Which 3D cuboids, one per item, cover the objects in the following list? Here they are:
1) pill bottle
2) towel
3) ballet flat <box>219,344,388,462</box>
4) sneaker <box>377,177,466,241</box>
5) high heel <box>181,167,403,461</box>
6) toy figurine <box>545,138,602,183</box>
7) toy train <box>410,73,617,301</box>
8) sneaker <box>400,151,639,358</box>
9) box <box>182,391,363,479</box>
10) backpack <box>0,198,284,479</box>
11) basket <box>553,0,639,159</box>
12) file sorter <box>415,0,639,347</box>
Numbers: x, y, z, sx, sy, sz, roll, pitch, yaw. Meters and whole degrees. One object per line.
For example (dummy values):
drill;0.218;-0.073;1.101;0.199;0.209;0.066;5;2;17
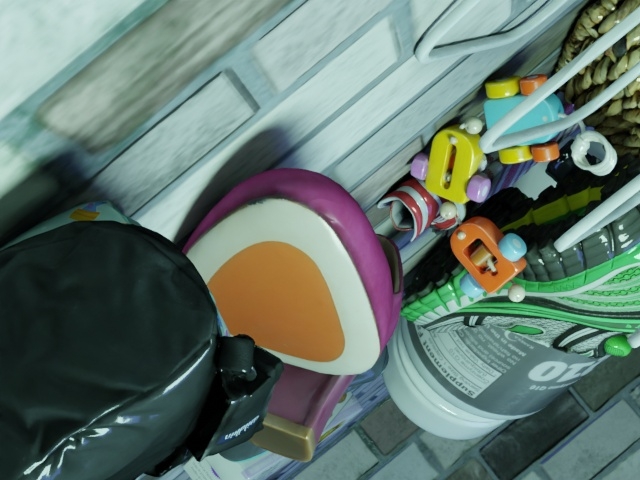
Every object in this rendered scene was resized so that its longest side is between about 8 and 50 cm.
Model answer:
pill bottle;0.209;0.064;1.531;0.204;0.204;0.361;-33;168;-34
towel;0.176;-0.084;1.269;0.197;0.029;0.144;-40;171;-11
ballet flat;-0.023;0.144;1.466;0.203;0.074;0.074;-31;169;-13
sneaker;0.077;-0.023;1.120;0.067;0.042;0.118;-41;163;-13
high heel;0.000;0.000;0.886;0.377;0.127;0.181;104;9;-67
toy figurine;0.330;-0.097;1.316;0.213;0.148;0.209;-39;168;-49
toy train;0.135;-0.042;1.020;0.046;0.125;0.166;-30;163;-51
sneaker;0.178;0.044;1.166;0.134;0.146;0.343;-47;-167;-21
box;-0.048;0.231;1.736;0.063;0.067;0.324;-45;168;24
backpack;-0.097;0.053;0.614;0.152;0.115;0.182;-28;171;0
basket;0.354;-0.140;1.093;0.299;0.223;0.213;-39;170;-7
file sorter;0.211;-0.057;0.797;0.173;0.277;0.193;-40;171;30
